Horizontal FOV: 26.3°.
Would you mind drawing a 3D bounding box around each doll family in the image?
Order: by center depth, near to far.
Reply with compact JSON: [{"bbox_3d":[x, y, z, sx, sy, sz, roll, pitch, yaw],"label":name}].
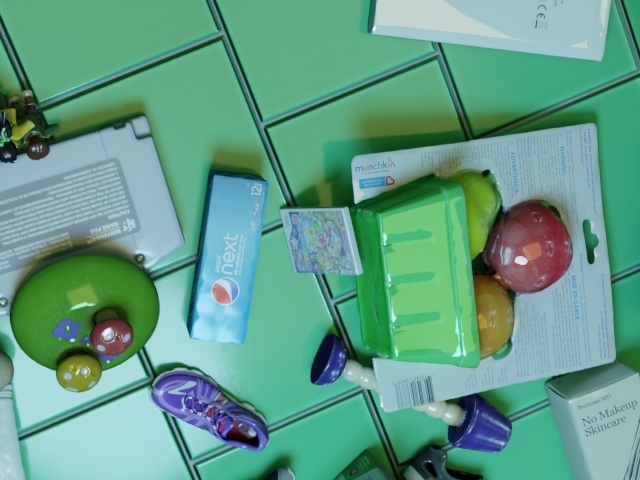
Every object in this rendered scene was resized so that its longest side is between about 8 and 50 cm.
[{"bbox_3d":[-0.406,-0.117,1.610,0.193,0.076,0.111,-22,61,-4],"label":"doll family"}]

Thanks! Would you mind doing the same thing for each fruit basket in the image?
[{"bbox_3d":[0.212,0.029,1.759,0.353,0.165,0.327,-11,99,-26],"label":"fruit basket"}]

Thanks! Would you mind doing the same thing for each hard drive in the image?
[{"bbox_3d":[0.223,-0.346,1.736,0.308,0.040,0.203,5,98,-11],"label":"hard drive"}]

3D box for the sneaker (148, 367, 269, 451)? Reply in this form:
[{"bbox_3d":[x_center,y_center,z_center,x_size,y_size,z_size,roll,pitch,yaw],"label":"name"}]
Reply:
[{"bbox_3d":[-0.137,0.218,1.747,0.170,0.071,0.068,26,94,-13],"label":"sneaker"}]

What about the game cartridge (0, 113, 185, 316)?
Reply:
[{"bbox_3d":[-0.328,-0.020,1.680,0.297,0.062,0.198,-17,106,-8],"label":"game cartridge"}]

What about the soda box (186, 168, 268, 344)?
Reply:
[{"bbox_3d":[-0.118,0.020,1.718,0.071,0.067,0.210,7,98,-12],"label":"soda box"}]

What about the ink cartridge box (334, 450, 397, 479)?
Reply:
[{"bbox_3d":[0.026,0.390,1.766,0.208,0.153,0.087,-44,104,0],"label":"ink cartridge box"}]

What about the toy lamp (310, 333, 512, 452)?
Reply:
[{"bbox_3d":[0.123,0.208,1.792,0.275,0.080,0.080,22,95,-13],"label":"toy lamp"}]

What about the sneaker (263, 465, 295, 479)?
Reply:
[{"bbox_3d":[-0.116,0.369,1.772,0.083,0.084,0.215,44,90,-9],"label":"sneaker"}]

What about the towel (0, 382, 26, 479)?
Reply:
[{"bbox_3d":[-0.510,0.343,1.661,0.312,0.056,0.324,-7,88,-15],"label":"towel"}]

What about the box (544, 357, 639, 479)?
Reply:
[{"bbox_3d":[0.403,0.307,1.853,0.113,0.094,0.275,-22,103,-7],"label":"box"}]

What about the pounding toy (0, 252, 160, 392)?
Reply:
[{"bbox_3d":[-0.302,0.120,1.639,0.237,0.110,0.183,-7,130,-14],"label":"pounding toy"}]

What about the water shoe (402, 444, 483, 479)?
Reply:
[{"bbox_3d":[0.203,0.357,1.834,0.203,0.073,0.080,42,87,-15],"label":"water shoe"}]

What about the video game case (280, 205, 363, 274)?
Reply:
[{"bbox_3d":[0.000,0.000,1.716,0.011,0.122,0.087,-23,105,-38],"label":"video game case"}]
